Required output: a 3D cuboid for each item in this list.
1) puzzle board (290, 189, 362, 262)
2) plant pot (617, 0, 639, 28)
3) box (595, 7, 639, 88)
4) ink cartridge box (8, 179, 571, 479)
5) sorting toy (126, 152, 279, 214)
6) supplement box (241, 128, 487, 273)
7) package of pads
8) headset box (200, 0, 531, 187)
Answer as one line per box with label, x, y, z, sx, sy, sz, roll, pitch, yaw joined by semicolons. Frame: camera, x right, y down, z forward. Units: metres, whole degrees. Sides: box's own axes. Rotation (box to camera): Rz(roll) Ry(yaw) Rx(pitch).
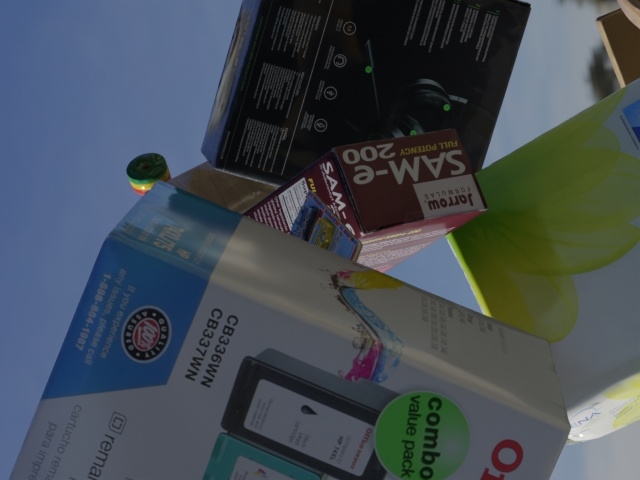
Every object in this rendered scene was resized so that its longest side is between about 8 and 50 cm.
puzzle board;-0.014;0.040;1.263;0.128;0.011;0.096;-69;26;15
plant pot;0.403;-0.240;1.793;0.237;0.237;0.110;-87;-16;-44
box;0.439;-0.202;2.231;0.021;0.164;0.201;-127;15;-81
ink cartridge box;-0.019;0.117;1.089;0.197;0.270;0.198;-74;6;-80
sorting toy;-0.098;-0.025;2.011;0.274;0.132;0.046;49;161;46
supplement box;0.000;0.000;1.437;0.130;0.239;0.073;-11;-104;-41
package of pads;0.262;0.001;1.455;0.101;0.296;0.229;32;-149;-59
headset box;0.051;-0.159;1.880;0.131;0.283;0.246;-131;56;-76
